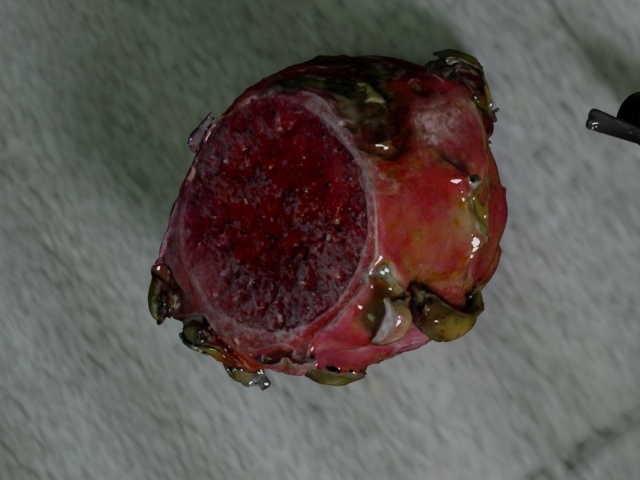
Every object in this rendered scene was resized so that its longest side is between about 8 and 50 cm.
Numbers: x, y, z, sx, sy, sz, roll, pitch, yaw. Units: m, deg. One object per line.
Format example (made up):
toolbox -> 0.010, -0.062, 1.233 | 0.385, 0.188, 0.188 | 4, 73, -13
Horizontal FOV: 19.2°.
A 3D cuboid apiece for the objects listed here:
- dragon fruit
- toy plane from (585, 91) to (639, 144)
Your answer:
dragon fruit -> 0.000, 0.000, 1.179 | 0.211, 0.147, 0.282 | 44, 112, 15
toy plane -> 0.226, -0.049, 1.105 | 0.145, 0.060, 0.037 | 30, 110, 5
